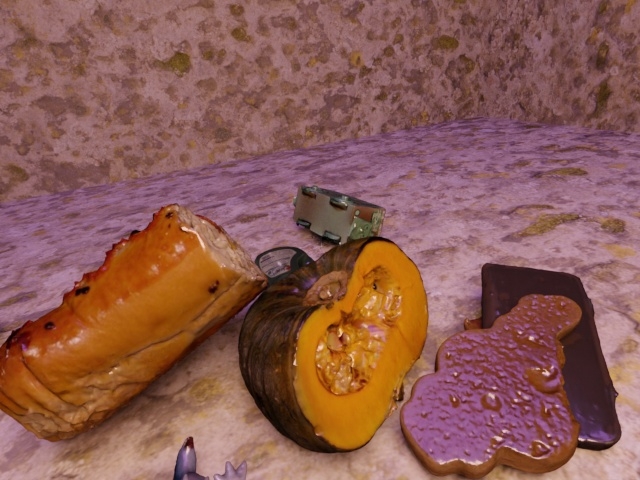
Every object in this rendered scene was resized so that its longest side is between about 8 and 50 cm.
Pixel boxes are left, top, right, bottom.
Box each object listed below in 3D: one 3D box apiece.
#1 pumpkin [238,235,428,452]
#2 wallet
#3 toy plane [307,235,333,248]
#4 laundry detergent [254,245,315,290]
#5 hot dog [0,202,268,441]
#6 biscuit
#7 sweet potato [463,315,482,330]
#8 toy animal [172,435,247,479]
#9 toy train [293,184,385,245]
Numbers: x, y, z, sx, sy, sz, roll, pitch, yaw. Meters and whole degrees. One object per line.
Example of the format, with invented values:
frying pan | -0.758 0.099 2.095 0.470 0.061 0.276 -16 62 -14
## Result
pumpkin | 0.015 0.155 0.601 0.232 0.242 0.325 -25 10 45
wallet | 0.326 0.151 0.604 0.165 0.042 0.309 6 40 17
toy plane | 0.001 -0.002 1.132 0.078 0.024 0.084 10 23 -7
laundry detergent | -0.062 0.084 0.890 0.145 0.078 0.222 -12 23 -20
hot dog | -0.276 0.115 0.612 0.365 0.196 0.367 -43 2 -7
biscuit | 0.245 0.178 0.524 0.184 0.047 0.320 23 51 34
sweet potato | 0.328 0.126 0.716 0.202 0.055 0.058 -19 22 -26
toy animal | -0.111 0.293 0.394 0.239 0.176 0.255 5 34 -24
toy train | 0.040 -0.075 1.128 0.160 0.129 0.326 4 14 -34
